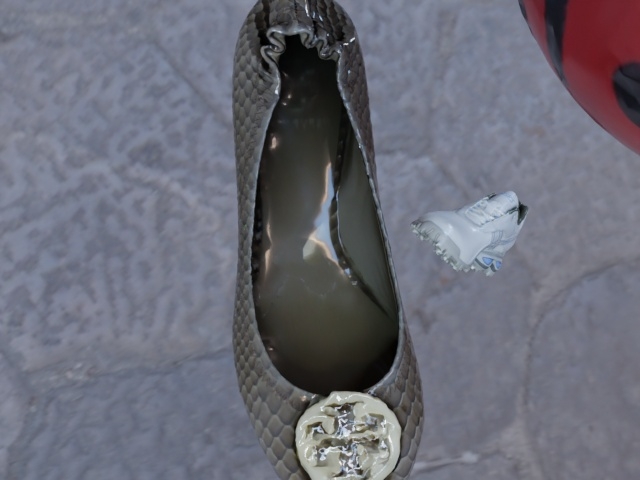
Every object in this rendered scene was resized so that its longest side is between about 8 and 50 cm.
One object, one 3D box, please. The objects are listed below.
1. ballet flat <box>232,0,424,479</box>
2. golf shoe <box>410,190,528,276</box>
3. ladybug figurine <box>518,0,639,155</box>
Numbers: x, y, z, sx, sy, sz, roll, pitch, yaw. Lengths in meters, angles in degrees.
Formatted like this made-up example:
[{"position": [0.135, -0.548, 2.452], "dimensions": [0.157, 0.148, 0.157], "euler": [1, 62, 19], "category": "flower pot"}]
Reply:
[{"position": [0.000, 0.000, 0.613], "dimensions": [0.084, 0.058, 0.250], "euler": [-4, 79, -6], "category": "ballet flat"}, {"position": [0.143, -0.018, 1.264], "dimensions": [0.069, 0.086, 0.176], "euler": [44, 14, 17], "category": "golf shoe"}, {"position": [0.166, -0.197, 0.492], "dimensions": [0.162, 0.305, 0.449], "euler": [-14, 124, -18], "category": "ladybug figurine"}]
